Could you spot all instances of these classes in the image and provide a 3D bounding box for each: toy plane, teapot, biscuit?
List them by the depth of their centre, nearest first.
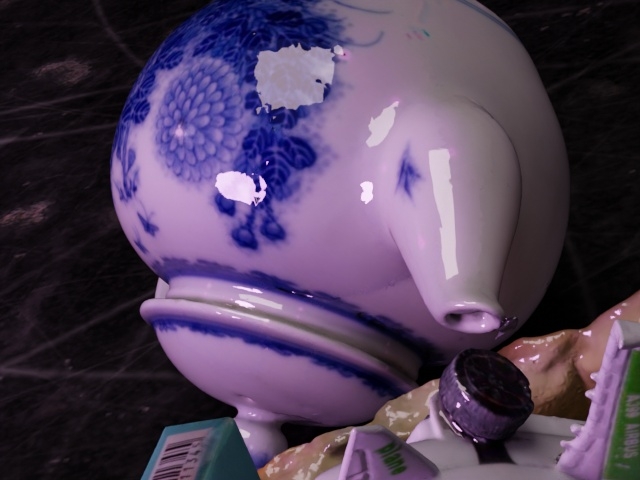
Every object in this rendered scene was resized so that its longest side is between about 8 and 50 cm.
[{"bbox_3d":[0.098,0.112,0.760,0.255,0.251,0.101,4,43,-30],"label":"toy plane"},{"bbox_3d":[0.120,0.077,0.852,0.299,0.154,0.045,-27,61,13],"label":"biscuit"},{"bbox_3d":[0.000,0.000,0.990,0.424,0.252,0.280,-7,62,64],"label":"teapot"}]

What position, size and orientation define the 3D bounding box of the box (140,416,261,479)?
[{"bbox_3d":[-0.052,0.202,0.712,0.041,0.162,0.229,-10,30,21],"label":"box"}]
